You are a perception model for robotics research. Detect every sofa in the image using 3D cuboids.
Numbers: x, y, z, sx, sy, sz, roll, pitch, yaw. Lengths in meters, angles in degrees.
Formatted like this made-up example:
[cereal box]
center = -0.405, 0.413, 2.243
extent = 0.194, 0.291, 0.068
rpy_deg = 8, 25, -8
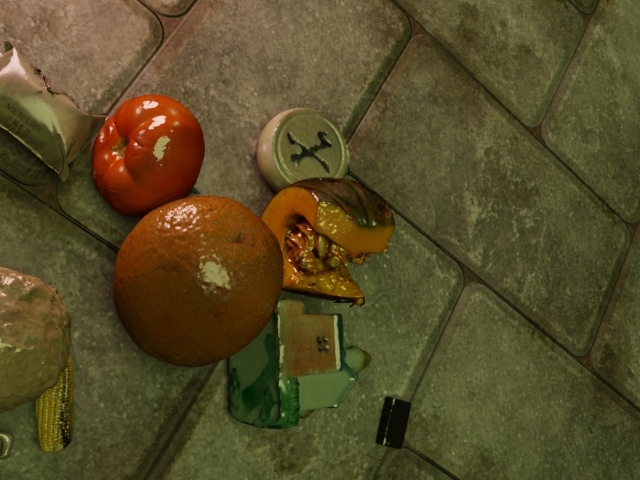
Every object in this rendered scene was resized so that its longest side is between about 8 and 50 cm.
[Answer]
[sofa]
center = 0.182, 0.452, 1.694
extent = 0.060, 0.039, 0.117
rpy_deg = 21, 74, -23

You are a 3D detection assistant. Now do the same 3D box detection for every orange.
[orange]
center = -0.247, 0.083, 1.347
extent = 0.322, 0.357, 0.322
rpy_deg = 27, 39, -25

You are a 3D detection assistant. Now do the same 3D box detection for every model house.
[model house]
center = -0.027, 0.276, 1.552
extent = 0.325, 0.194, 0.267
rpy_deg = 6, 77, -41

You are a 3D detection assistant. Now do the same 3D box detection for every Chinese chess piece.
[Chinese chess piece]
center = -0.038, -0.206, 1.639
extent = 0.238, 0.092, 0.237
rpy_deg = 5, 80, -28

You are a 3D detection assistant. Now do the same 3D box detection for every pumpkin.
[pumpkin]
center = 0.000, 0.000, 1.526
extent = 0.226, 0.256, 0.303
rpy_deg = 11, 110, -36

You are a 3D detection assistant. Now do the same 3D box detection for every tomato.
[tomato]
center = -0.344, -0.169, 1.397
extent = 0.180, 0.260, 0.259
rpy_deg = 13, 77, -46

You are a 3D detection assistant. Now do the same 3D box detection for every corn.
[corn]
center = -0.518, 0.309, 1.328
extent = 0.072, 0.072, 0.203
rpy_deg = 0, 83, -28

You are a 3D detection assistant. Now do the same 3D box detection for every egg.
[egg]
center = -0.593, 0.168, 1.199
extent = 0.311, 0.279, 0.279
rpy_deg = 19, 74, -8

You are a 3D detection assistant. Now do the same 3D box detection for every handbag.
[handbag]
center = -0.565, -0.265, 1.360
extent = 0.270, 0.117, 0.182
rpy_deg = 41, 59, -16

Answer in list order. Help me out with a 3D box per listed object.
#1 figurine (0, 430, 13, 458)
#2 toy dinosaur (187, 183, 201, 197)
[figurine]
center = -0.689, 0.428, 1.181
extent = 0.309, 0.143, 0.308
rpy_deg = 1, 86, -9
[toy dinosaur]
center = -0.305, -0.119, 1.520
extent = 0.083, 0.031, 0.047
rpy_deg = 30, 72, -22
